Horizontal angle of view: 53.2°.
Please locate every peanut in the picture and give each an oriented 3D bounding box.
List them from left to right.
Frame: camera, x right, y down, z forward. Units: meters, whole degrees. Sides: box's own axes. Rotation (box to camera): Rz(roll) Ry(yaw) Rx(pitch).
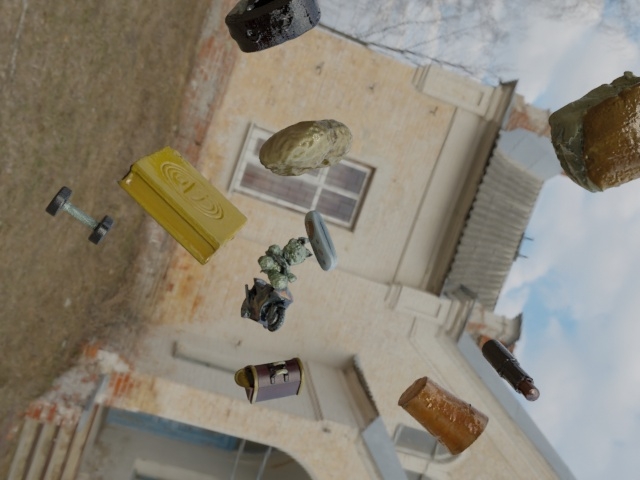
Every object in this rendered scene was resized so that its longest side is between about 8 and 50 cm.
[{"bbox_3d":[-0.026,-0.215,1.477,0.196,0.110,0.233,-24,180,39],"label":"peanut"}]

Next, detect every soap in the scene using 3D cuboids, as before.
[{"bbox_3d":[-0.367,-0.106,1.740,0.096,0.324,0.204,-44,-175,30],"label":"soap"}]

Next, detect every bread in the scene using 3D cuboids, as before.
[{"bbox_3d":[0.745,-0.273,1.640,0.278,0.250,0.225,-27,-171,18],"label":"bread"}]

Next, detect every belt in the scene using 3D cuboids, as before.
[{"bbox_3d":[-0.152,-0.702,1.970,0.184,0.289,0.164,-93,160,-45],"label":"belt"}]

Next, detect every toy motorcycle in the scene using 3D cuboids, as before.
[{"bbox_3d":[-0.182,0.211,2.184,0.307,0.108,0.173,13,-104,59],"label":"toy motorcycle"}]

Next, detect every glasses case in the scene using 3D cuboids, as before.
[{"bbox_3d":[0.000,0.000,1.777,0.067,0.045,0.179,-48,-122,54],"label":"glasses case"}]

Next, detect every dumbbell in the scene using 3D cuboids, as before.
[{"bbox_3d":[-0.752,-0.078,2.006,0.100,0.191,0.100,-44,-158,22],"label":"dumbbell"}]

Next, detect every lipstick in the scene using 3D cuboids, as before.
[{"bbox_3d":[0.615,0.420,2.070,0.300,0.081,0.081,-119,-132,-65],"label":"lipstick"}]

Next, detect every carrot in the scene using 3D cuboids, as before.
[{"bbox_3d":[0.413,0.575,2.163,0.196,0.254,0.196,-47,177,-3],"label":"carrot"}]

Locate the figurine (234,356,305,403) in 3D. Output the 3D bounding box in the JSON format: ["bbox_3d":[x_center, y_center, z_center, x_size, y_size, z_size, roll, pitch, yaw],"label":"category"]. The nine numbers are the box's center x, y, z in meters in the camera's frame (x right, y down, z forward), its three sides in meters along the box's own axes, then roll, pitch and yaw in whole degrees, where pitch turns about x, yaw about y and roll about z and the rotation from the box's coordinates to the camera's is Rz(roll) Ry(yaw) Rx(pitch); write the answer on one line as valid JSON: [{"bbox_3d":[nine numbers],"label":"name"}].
[{"bbox_3d":[-0.108,0.293,1.377,0.098,0.154,0.083,122,-42,-52],"label":"figurine"}]

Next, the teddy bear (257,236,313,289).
[{"bbox_3d":[-0.118,0.068,1.961,0.111,0.133,0.213,-15,-165,40],"label":"teddy bear"}]
